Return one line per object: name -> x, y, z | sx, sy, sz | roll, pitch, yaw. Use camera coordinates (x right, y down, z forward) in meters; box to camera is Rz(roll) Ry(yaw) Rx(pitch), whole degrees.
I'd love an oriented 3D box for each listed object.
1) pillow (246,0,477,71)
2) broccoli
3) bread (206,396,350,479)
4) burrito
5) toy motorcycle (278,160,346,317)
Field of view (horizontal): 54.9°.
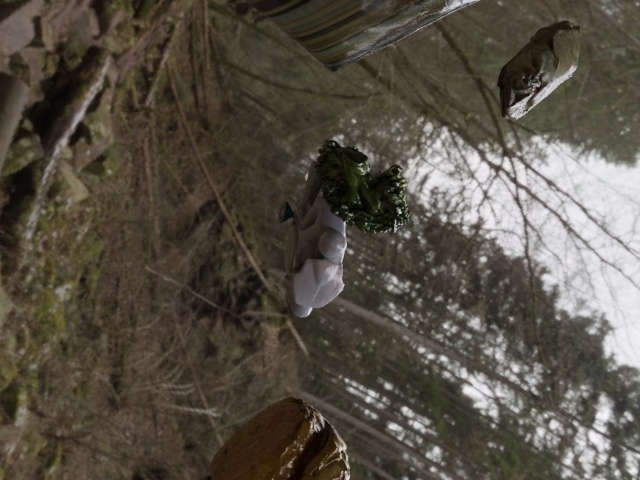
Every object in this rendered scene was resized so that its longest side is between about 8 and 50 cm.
pillow -> 0.037, -0.269, 0.645 | 0.208, 0.212, 0.052 | -18, -114, 33
broccoli -> 0.038, -0.056, 0.577 | 0.092, 0.095, 0.097 | 80, 15, -53
bread -> -0.063, 0.319, 0.854 | 0.198, 0.120, 0.236 | -40, -172, -11
burrito -> 0.180, -0.142, 0.498 | 0.188, 0.045, 0.058 | -40, 142, -47
toy motorcycle -> 0.000, 0.000, 0.967 | 0.171, 0.110, 0.260 | -166, -90, -70
